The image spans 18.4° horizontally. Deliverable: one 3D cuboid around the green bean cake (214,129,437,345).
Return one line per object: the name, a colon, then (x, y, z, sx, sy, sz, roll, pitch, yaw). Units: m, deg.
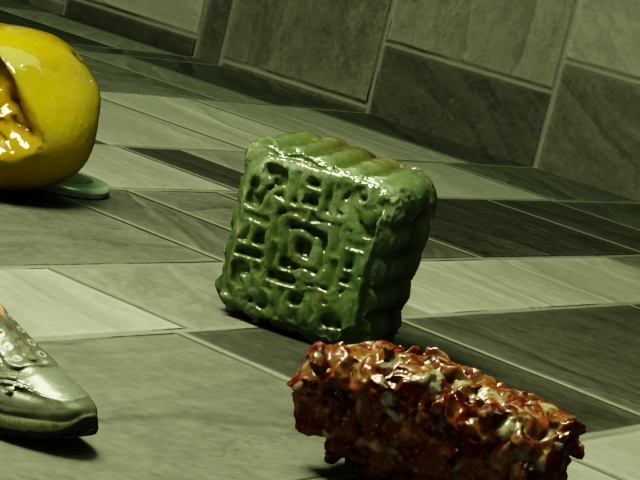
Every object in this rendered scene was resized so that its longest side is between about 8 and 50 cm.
green bean cake: (0.000, 0.000, 1.836, 0.173, 0.181, 0.094, 21, 14, 23)

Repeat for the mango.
mango: (-0.417, -0.153, 2.187, 0.365, 0.182, 0.253, 5, 10, 16)

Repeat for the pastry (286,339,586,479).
pastry: (0.082, 0.132, 1.410, 0.208, 0.115, 0.097, 18, 19, 23)

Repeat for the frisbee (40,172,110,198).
frisbee: (-0.297, -0.069, 2.284, 0.110, 0.014, 0.110, 13, 11, -3)

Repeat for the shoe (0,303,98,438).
shoe: (-0.231, 0.081, 1.378, 0.194, 0.077, 0.074, 20, 11, 33)
